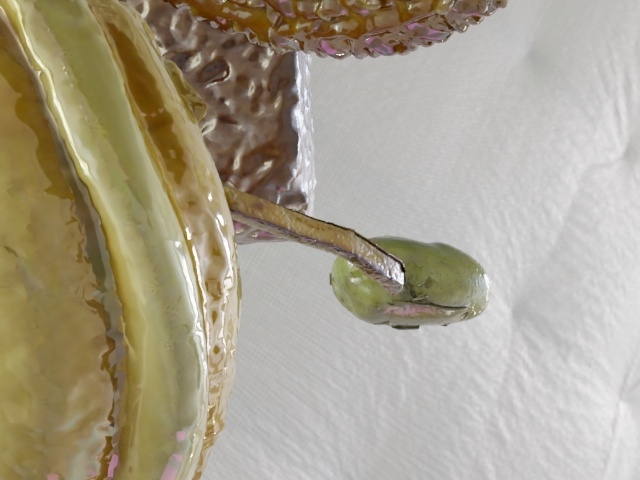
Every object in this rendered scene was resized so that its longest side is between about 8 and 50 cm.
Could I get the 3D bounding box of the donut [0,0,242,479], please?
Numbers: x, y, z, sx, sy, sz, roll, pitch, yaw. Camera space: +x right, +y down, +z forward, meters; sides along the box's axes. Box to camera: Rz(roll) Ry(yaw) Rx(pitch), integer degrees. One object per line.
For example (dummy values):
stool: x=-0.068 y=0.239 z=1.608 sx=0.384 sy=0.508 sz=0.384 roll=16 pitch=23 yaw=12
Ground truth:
donut: x=-0.227 y=0.007 z=0.616 sx=0.198 sy=0.449 sz=0.448 roll=-17 pitch=-90 yaw=-49

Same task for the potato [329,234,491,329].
potato: x=0.141 y=0.068 z=1.540 sx=0.248 sy=0.169 sz=0.143 roll=7 pitch=-80 yaw=-8

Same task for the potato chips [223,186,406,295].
potato chips: x=0.000 y=0.000 z=0.799 sx=0.204 sy=0.037 sz=0.026 roll=24 pitch=-121 yaw=-36

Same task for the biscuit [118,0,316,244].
biscuit: x=-0.177 y=-0.184 z=1.306 sx=0.343 sy=0.166 sz=0.394 roll=-3 pitch=-93 yaw=5

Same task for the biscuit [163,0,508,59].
biscuit: x=-0.036 y=-0.189 z=0.405 sx=0.305 sy=0.305 sz=0.038 roll=41 pitch=-124 yaw=-21
